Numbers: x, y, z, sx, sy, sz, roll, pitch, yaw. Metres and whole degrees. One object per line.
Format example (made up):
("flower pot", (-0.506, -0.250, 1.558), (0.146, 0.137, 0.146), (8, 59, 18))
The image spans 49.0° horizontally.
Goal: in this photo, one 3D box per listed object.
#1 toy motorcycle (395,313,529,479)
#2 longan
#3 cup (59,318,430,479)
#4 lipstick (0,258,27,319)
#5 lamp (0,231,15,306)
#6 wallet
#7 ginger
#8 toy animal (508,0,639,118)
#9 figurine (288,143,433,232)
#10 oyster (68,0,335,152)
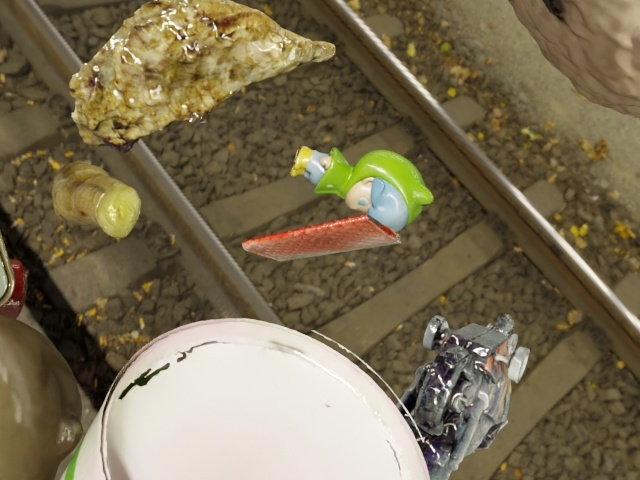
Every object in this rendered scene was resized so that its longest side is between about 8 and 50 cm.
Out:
("toy motorcycle", (0.161, 0.177, 0.790), (0.108, 0.174, 0.307), (21, 12, 26))
("longan", (-0.271, 0.137, 0.536), (0.189, 0.189, 0.189), (14, 52, -18))
("cup", (-0.077, 0.205, 0.441), (0.253, 0.274, 0.253), (19, 33, -13))
("lipstick", (-0.448, 0.046, 0.760), (0.241, 0.080, 0.080), (11, 51, -41))
("lamp", (-0.403, -0.029, 0.565), (0.269, 0.047, 0.267), (-28, 113, -52))
("wallet", (0.000, 0.000, 0.956), (0.103, 0.196, 0.020), (23, 61, -56))
("ginger", (-0.430, -0.079, 1.313), (0.116, 0.110, 0.262), (-1, 18, -41))
("toy animal", (0.224, -0.156, 0.396), (0.358, 0.188, 0.226), (-14, 55, -45))
("figurine", (0.075, -0.107, 1.302), (0.263, 0.162, 0.143), (21, 71, -3))
("oyster", (-0.187, -0.239, 0.978), (0.395, 0.204, 0.111), (-23, 66, 11))
